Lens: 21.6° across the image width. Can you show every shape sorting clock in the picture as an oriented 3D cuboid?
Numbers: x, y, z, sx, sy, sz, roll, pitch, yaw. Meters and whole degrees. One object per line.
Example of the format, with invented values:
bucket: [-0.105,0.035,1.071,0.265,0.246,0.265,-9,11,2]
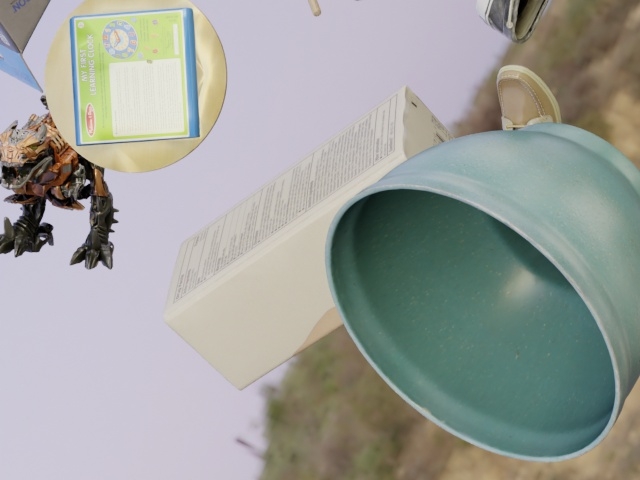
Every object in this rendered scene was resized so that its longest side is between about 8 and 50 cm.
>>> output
shape sorting clock: [-0.201,-0.176,1.831,0.040,0.206,0.206,8,-74,-84]

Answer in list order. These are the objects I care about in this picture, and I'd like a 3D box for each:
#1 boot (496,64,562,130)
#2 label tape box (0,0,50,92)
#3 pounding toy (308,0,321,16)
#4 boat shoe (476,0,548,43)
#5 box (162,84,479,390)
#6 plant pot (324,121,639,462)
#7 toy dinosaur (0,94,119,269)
boot: [0.267,-0.115,2.291,0.165,0.077,0.213,-51,-49,-38]
label tape box: [-0.469,-0.380,2.231,0.106,0.240,0.334,-44,-47,-16]
pounding toy: [0.048,-0.387,2.378,0.094,0.206,0.181,22,-103,-37]
boat shoe: [0.239,-0.316,1.786,0.077,0.070,0.219,-1,-57,-36]
box: [0.000,0.000,1.672,0.311,0.121,0.148,-34,25,25]
plant pot: [0.179,0.020,1.464,0.196,0.293,0.293,-44,-22,-34]
toy dinosaur: [-0.318,-0.084,2.139,0.322,0.164,0.218,-8,-74,-54]
